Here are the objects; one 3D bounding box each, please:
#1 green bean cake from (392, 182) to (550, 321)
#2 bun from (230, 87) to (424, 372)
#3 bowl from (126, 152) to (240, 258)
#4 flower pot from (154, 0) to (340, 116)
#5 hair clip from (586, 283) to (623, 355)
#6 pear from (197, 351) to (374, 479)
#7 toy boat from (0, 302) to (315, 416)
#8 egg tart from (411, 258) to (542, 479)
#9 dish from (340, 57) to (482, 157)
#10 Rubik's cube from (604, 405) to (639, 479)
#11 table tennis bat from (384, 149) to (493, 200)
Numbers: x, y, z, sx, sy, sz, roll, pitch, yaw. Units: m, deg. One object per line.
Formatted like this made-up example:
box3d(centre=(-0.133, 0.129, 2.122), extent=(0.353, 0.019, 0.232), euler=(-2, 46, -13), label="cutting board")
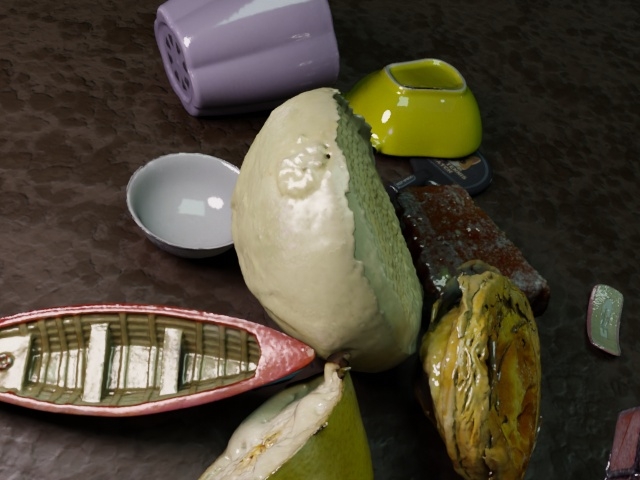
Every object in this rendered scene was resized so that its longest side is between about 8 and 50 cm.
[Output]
box3d(centre=(0.212, 0.021, 1.222), extent=(0.198, 0.097, 0.233), euler=(-6, 51, -20), label="green bean cake")
box3d(centre=(-0.004, -0.002, 1.044), extent=(0.202, 0.364, 0.364), euler=(-18, 48, 12), label="bun")
box3d(centre=(-0.183, -0.031, 1.155), extent=(0.189, 0.086, 0.189), euler=(9, 45, -9), label="bowl")
box3d(centre=(-0.134, -0.334, 1.345), extent=(0.243, 0.265, 0.265), euler=(-20, 57, -19), label="flower pot")
box3d(centre=(0.440, 0.124, 1.251), extent=(0.054, 0.022, 0.137), euler=(22, 46, 1), label="hair clip")
box3d(centre=(-0.021, 0.272, 0.880), extent=(0.178, 0.267, 0.267), euler=(53, 50, -7), label="pear")
box3d(centre=(-0.203, 0.143, 0.949), extent=(0.392, 0.079, 0.136), euler=(0, 64, -2), label="toy boat")
box3d(centre=(0.197, 0.169, 1.024), extent=(0.132, 0.297, 0.297), euler=(-8, 33, 35), label="egg tart")
box3d(centre=(0.168, -0.250, 1.431), extent=(0.262, 0.108, 0.221), euler=(-6, 43, -21), label="dish")
box3d(centre=(0.483, 0.345, 0.779), extent=(0.337, 0.344, 0.344), euler=(16, 73, 1), label="Rubik's cube")
box3d(centre=(0.199, -0.118, 1.396), extent=(0.236, 0.027, 0.150), euler=(-26, 59, -36), label="table tennis bat")
